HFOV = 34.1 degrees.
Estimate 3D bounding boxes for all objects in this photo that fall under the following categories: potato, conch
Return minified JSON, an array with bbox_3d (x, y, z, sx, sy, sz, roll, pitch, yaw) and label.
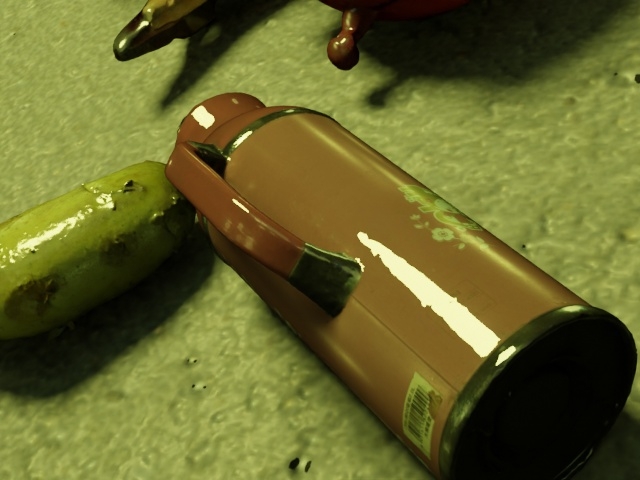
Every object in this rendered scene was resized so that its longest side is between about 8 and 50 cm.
[{"bbox_3d":[-0.163,0.011,0.681,0.188,0.085,0.105,-30,21,-9],"label":"potato"},{"bbox_3d":[-0.094,-0.227,0.865,0.233,0.086,0.080,-37,85,-18],"label":"conch"}]

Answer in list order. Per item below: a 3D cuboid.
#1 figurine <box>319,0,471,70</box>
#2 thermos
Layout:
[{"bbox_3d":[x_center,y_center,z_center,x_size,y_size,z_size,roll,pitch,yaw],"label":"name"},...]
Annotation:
[{"bbox_3d":[0.088,-0.281,0.757,0.323,0.196,0.320,-39,21,-21],"label":"figurine"},{"bbox_3d":[0.002,0.006,0.573,0.136,0.109,0.330,-17,37,-28],"label":"thermos"}]
